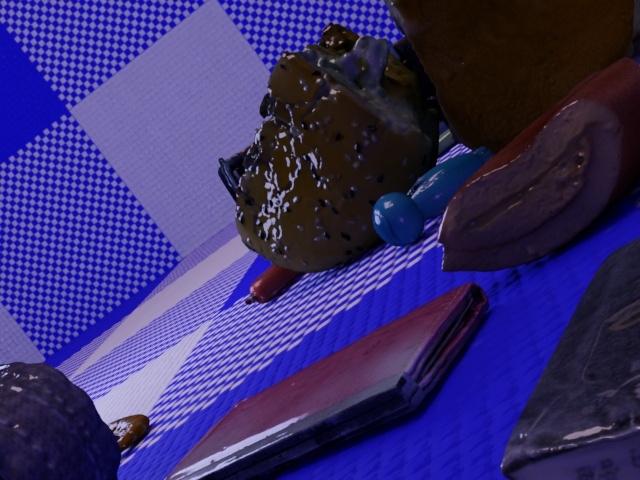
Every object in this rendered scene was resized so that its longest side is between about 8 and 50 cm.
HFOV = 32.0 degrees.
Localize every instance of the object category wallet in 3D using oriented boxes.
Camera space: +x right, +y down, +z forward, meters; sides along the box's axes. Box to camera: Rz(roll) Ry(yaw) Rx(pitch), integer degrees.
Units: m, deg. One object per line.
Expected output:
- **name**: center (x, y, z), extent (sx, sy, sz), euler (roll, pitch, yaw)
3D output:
- **wallet**: center (-0.006, 0.099, 0.678), extent (0.232, 0.025, 0.119), euler (-32, 9, 40)

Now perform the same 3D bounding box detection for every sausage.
- **sausage**: center (0.000, 0.000, 1.308), extent (0.253, 0.034, 0.034), euler (-42, 8, -32)

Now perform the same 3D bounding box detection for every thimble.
- **thimble**: center (-0.229, 0.170, 0.826), extent (0.150, 0.150, 0.098), euler (-32, 8, 37)

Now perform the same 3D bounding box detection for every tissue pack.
- **tissue pack**: center (0.130, 0.028, 0.349), extent (0.112, 0.051, 0.156), euler (-31, 8, 33)

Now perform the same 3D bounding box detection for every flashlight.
- **flashlight**: center (0.104, -0.040, 1.000), extent (0.129, 0.051, 0.051), euler (-32, 6, -10)

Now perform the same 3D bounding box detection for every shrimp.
- **shrimp**: center (-0.215, 0.202, 1.056), extent (0.127, 0.025, 0.091), euler (-29, 11, 33)

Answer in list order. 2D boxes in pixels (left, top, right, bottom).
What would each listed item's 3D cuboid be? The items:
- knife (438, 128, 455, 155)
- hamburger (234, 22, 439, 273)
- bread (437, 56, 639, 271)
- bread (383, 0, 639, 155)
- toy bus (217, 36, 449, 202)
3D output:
- **knife**: center (0.076, -0.064, 1.409), extent (0.293, 0.020, 0.043), euler (-38, 9, 0)
- **hamburger**: center (0.026, -0.080, 1.137), extent (0.167, 0.192, 0.288), euler (-35, -27, -46)
- **bread**: center (0.158, -0.051, 0.683), extent (0.192, 0.067, 0.119), euler (-39, 0, -30)
- **bread**: center (0.202, -0.244, 1.098), extent (0.279, 0.250, 0.225), euler (-31, 14, 1)
- **toy bus**: center (0.026, -0.130, 1.534), extent (0.323, 0.162, 0.194), euler (-36, 6, -9)
